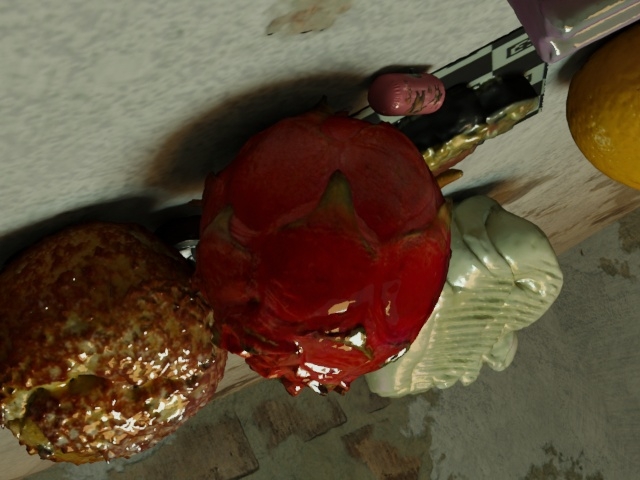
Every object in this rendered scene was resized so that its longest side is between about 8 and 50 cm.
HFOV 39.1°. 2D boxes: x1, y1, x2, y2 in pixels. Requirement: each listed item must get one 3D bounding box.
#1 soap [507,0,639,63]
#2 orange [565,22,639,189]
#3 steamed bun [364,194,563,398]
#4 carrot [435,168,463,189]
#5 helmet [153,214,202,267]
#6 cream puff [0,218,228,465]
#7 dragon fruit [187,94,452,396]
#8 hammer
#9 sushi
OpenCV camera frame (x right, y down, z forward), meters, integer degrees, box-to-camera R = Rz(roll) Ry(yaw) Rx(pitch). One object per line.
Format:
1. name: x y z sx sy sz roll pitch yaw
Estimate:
1. soap: 0.205 -0.209 0.553 0.203 0.122 0.065 -25 169 5
2. orange: 0.392 -0.156 1.023 0.219 0.193 0.219 -25 -175 3
3. steamed bun: 0.207 0.084 1.514 0.339 0.247 0.352 -5 123 -32
4. carrot: 0.150 -0.070 1.230 0.035 0.035 0.142 -19 170 -27
5. helmet: -0.133 0.013 0.928 0.123 0.070 0.098 24 125 -41
6. cream puff: -0.201 0.104 0.818 0.240 0.164 0.240 -10 130 -12
7. dragon fruit: 0.002 0.009 0.783 0.252 0.241 0.241 -38 176 -32
8. hammer: 0.079 -0.134 0.817 0.083 0.043 0.043 -10 161 -46
9. sushi: 0.118 -0.090 1.025 0.343 0.064 0.359 -27 169 6
